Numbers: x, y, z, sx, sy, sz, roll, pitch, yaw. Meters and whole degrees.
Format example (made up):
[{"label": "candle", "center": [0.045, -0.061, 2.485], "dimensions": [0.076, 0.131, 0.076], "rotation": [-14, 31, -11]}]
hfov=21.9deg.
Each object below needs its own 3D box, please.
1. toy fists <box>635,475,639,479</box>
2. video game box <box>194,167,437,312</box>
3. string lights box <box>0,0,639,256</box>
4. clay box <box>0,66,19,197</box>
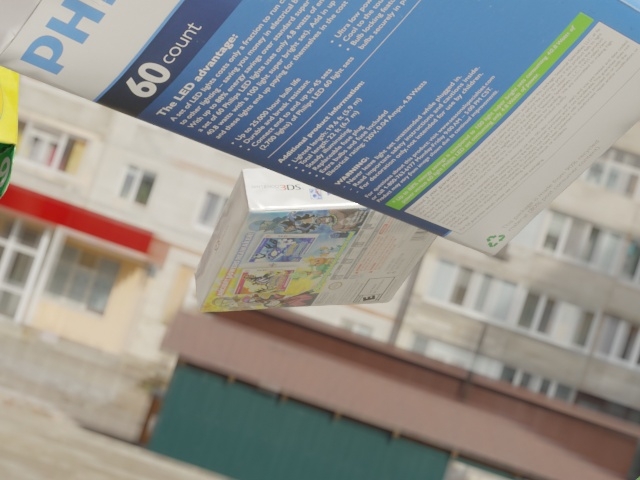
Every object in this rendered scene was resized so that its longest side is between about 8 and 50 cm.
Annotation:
[{"label": "toy fists", "center": [0.319, 0.353, 1.716], "dimensions": [0.142, 0.279, 0.096], "rotation": [48, 4, 13]}, {"label": "video game box", "center": [0.000, 0.000, 1.444], "dimensions": [0.187, 0.048, 0.205], "rotation": [-4, -25, -19]}, {"label": "string lights box", "center": [0.013, -0.091, 0.623], "dimensions": [0.259, 0.133, 0.077], "rotation": [21, 35, -41]}, {"label": "clay box", "center": [-0.243, -0.119, 1.085], "dimensions": [0.053, 0.222, 0.127], "rotation": [12, -24, -31]}]
